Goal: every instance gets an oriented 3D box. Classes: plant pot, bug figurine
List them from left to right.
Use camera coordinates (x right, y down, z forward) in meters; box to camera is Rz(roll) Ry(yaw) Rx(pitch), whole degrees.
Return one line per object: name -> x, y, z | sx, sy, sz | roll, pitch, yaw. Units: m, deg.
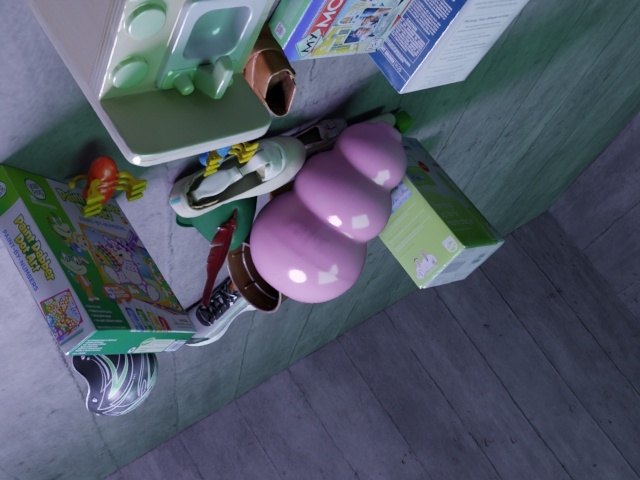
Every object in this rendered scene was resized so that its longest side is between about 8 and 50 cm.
bug figurine -> -0.197, -0.132, 1.022 | 0.279, 0.072, 0.216 | -24, 163, -39
plant pot -> -0.084, 0.040, 1.607 | 0.165, 0.167, 0.167 | -33, 166, -35

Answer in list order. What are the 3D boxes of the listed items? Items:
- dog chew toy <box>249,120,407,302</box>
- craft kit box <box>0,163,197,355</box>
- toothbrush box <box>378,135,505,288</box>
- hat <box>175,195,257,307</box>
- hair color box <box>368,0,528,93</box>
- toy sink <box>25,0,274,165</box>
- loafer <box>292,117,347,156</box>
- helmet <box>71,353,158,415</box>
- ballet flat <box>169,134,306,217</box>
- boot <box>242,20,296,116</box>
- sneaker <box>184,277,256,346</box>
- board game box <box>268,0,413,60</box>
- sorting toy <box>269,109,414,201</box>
dog chew toy -> 0.026, -0.057, 1.306 | 0.332, 0.206, 0.206 | -54, 160, 11
craft kit box -> -0.294, 0.033, 0.992 | 0.061, 0.246, 0.250 | -41, 164, 9
toothbrush box -> 0.184, -0.061, 1.438 | 0.122, 0.283, 0.206 | -48, 157, 25
hat -> -0.136, -0.003, 1.307 | 0.208, 0.183, 0.173 | -34, 164, -2
hair color box -> 0.227, -0.377, 1.106 | 0.174, 0.105, 0.347 | -21, 159, -41
toy sink -> -0.137, -0.204, 0.651 | 0.153, 0.234, 0.131 | -21, 159, -38
loafer -> -0.008, -0.179, 1.321 | 0.125, 0.045, 0.039 | -30, 157, -8
helmet -> -0.418, 0.273, 1.573 | 0.169, 0.161, 0.169 | -32, 163, -11
ballet flat -> -0.121, -0.107, 1.211 | 0.248, 0.086, 0.086 | -30, 163, -20
boot -> -0.078, -0.206, 0.903 | 0.073, 0.152, 0.197 | -35, 164, 0
sneaker -> -0.218, 0.139, 1.742 | 0.271, 0.100, 0.108 | -34, 150, -16
board game box -> 0.076, -0.361, 0.963 | 0.213, 0.046, 0.317 | -20, 158, -44
sorting toy -> 0.038, -0.160, 1.464 | 0.348, 0.047, 0.196 | -25, 157, -30
